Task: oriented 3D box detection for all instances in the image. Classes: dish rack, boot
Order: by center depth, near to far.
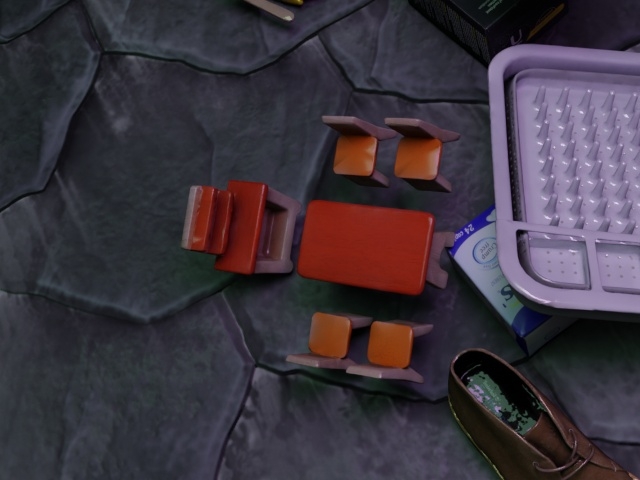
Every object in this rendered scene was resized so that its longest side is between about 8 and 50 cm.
[{"bbox_3d":[0.225,0.220,1.047,0.112,0.115,0.305,-42,63,-7],"label":"boot"},{"bbox_3d":[0.304,-0.049,1.107,0.285,0.072,0.333,4,54,-1],"label":"dish rack"}]

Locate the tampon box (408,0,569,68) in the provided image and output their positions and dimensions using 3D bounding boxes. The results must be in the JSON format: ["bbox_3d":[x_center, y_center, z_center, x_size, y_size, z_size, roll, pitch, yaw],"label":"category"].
[{"bbox_3d":[0.186,-0.297,1.293,0.120,0.101,0.161,-41,63,-4],"label":"tampon box"}]

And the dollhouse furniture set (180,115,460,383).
[{"bbox_3d":[0.000,0.000,1.157,0.259,0.135,0.262,7,86,34],"label":"dollhouse furniture set"}]

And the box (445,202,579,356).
[{"bbox_3d":[0.218,0.025,1.158,0.126,0.072,0.137,-37,63,-2],"label":"box"}]

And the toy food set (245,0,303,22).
[{"bbox_3d":[-0.027,-0.356,1.424,0.132,0.038,0.192,33,73,19],"label":"toy food set"}]
